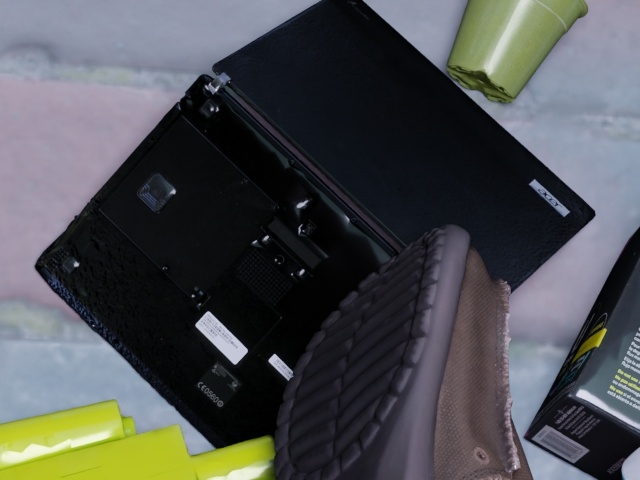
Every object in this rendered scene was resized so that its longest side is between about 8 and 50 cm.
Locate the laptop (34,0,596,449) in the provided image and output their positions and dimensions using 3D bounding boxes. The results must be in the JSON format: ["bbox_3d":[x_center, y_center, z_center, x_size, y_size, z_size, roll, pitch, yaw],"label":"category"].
[{"bbox_3d":[0.000,0.000,1.212,0.234,0.136,0.264,43,97,10],"label":"laptop"}]

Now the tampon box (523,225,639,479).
[{"bbox_3d":[0.215,0.066,1.155,0.101,0.120,0.161,29,70,3],"label":"tampon box"}]

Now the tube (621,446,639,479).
[{"bbox_3d":[0.214,0.214,1.088,0.080,0.052,0.207,-16,116,-7],"label":"tube"}]

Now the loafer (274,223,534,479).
[{"bbox_3d":[0.054,0.149,1.002,0.130,0.134,0.366,34,43,-23],"label":"loafer"}]

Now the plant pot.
[{"bbox_3d":[0.123,-0.137,1.245,0.083,0.083,0.079,27,81,3],"label":"plant pot"}]

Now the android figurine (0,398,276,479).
[{"bbox_3d":[-0.142,0.186,1.052,0.273,0.056,0.248,-12,36,-8],"label":"android figurine"}]
